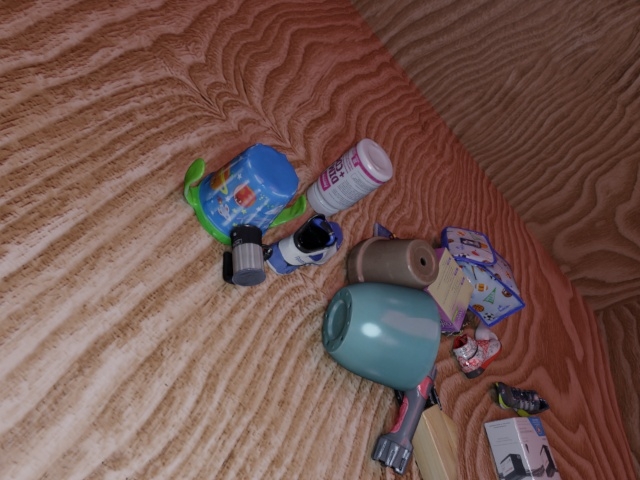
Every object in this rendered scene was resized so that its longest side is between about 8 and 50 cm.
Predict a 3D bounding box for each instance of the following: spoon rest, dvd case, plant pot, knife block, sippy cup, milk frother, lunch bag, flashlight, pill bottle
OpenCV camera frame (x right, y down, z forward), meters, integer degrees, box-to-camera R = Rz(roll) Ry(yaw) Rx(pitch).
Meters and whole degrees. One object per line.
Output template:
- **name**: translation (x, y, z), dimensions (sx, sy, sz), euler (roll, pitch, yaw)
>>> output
- **spoon rest**: translation (0.767, 0.410, 1.833), dimensions (0.137, 0.084, 0.276), euler (45, 52, -12)
- **dvd case**: translation (0.278, 0.067, 1.591), dimensions (0.180, 0.022, 0.253), euler (33, 43, -28)
- **plant pot**: translation (0.256, 0.091, 1.337), dimensions (0.263, 0.229, 0.263), euler (12, 69, -31)
- **knife block**: translation (0.304, 0.559, 1.207), dimensions (0.242, 0.088, 0.276), euler (42, 40, -15)
- **sippy cup**: translation (-0.185, -0.132, 1.078), dimensions (0.240, 0.224, 0.305), euler (56, 37, 0)
- **milk frother**: translation (-0.170, 0.054, 1.036), dimensions (0.143, 0.129, 0.135), euler (14, 50, -33)
- **plant pot**: translation (0.147, 0.246, 1.123), dimensions (0.235, 0.293, 0.293), euler (19, 49, -18)
- **lunch bag**: translation (0.699, 0.129, 1.812), dimensions (0.385, 0.239, 0.328), euler (41, 28, -8)
- **flashlight**: translation (0.234, 0.475, 1.127), dimensions (0.103, 0.103, 0.304), euler (31, 63, 3)
- **pill bottle**: translation (0.093, -0.204, 1.375), dimensions (0.160, 0.283, 0.160), euler (27, 46, -32)

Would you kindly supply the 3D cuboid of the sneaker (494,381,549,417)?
- **sneaker**: translation (0.836, 0.653, 1.678), dimensions (0.300, 0.121, 0.111), euler (29, 45, -30)

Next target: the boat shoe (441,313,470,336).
- **boat shoe**: translation (0.555, 0.347, 1.633), dimensions (0.227, 0.081, 0.069), euler (-17, 72, -53)

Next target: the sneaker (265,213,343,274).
- **sneaker**: translation (-0.001, 0.000, 1.212), dimensions (0.315, 0.182, 0.127), euler (-22, 81, -51)

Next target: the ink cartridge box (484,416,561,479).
- **ink cartridge box**: translation (0.749, 0.816, 1.461), dimensions (0.223, 0.129, 0.307), euler (19, 51, -38)

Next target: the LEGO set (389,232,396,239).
- **LEGO set**: translation (0.291, 0.078, 1.529), dimensions (0.182, 0.060, 0.244), euler (43, 43, -18)

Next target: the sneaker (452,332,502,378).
- **sneaker**: translation (0.638, 0.428, 1.637), dimensions (0.270, 0.090, 0.145), euler (-26, 84, -41)

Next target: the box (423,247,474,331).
- **box**: translation (0.457, 0.189, 1.544), dimensions (0.243, 0.117, 0.213), euler (49, 54, -22)
